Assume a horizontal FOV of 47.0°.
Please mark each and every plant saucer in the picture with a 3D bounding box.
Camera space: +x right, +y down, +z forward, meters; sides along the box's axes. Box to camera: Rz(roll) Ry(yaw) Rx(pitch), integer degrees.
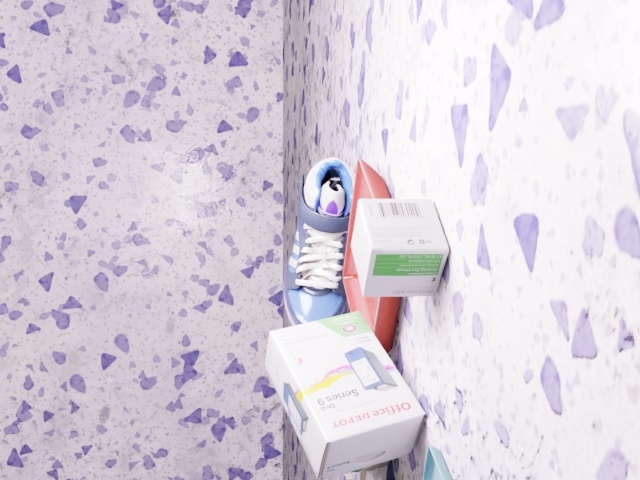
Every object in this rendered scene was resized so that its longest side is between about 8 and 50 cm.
[{"bbox_3d":[0.089,0.037,1.200,0.258,0.048,0.259,-102,16,-55],"label":"plant saucer"},{"bbox_3d":[0.155,0.328,0.864,0.192,0.018,0.067,-109,21,-63],"label":"plant saucer"}]

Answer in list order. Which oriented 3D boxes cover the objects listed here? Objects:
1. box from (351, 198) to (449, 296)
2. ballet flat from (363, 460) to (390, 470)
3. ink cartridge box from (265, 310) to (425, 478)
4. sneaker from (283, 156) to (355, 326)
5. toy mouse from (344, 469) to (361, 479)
[{"bbox_3d":[0.099,0.009,0.948,0.102,0.101,0.087,-99,12,-46],"label":"box"},{"bbox_3d":[0.070,0.353,1.247,0.213,0.072,0.068,126,138,-75],"label":"ballet flat"},{"bbox_3d":[0.030,0.216,1.060,0.212,0.154,0.093,-121,31,-42],"label":"ink cartridge box"},{"bbox_3d":[0.001,0.000,1.392,0.236,0.130,0.323,92,-173,-62],"label":"sneaker"},{"bbox_3d":[0.071,0.445,1.364,0.161,0.031,0.143,-103,15,-55],"label":"toy mouse"}]
